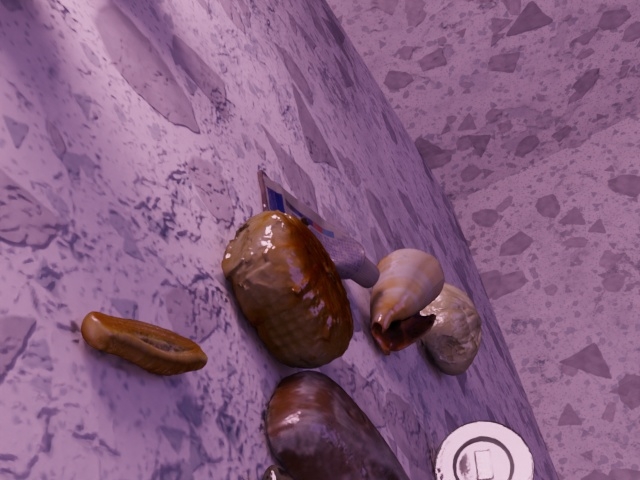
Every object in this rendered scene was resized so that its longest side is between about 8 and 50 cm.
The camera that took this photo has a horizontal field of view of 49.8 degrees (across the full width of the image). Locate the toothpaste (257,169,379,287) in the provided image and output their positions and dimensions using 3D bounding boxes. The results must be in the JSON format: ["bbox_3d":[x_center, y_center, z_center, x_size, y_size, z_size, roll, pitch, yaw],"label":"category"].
[{"bbox_3d":[0.001,0.001,1.078,0.282,0.068,0.099,36,0,-40],"label":"toothpaste"}]

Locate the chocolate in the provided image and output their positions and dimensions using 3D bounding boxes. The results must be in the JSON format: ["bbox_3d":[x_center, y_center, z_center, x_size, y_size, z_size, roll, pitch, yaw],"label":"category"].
[{"bbox_3d":[0.042,0.255,0.756,0.254,0.080,0.157,61,16,-10],"label":"chocolate"}]

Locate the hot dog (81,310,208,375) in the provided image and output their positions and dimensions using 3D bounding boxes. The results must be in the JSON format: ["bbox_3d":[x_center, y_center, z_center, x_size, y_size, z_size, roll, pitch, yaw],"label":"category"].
[{"bbox_3d":[-0.138,0.087,0.553,0.044,0.028,0.137,42,2,29],"label":"hot dog"}]

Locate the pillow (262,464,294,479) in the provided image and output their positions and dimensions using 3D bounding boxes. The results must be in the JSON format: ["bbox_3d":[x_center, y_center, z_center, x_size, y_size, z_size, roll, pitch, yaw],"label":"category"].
[{"bbox_3d":[-0.006,0.311,0.574,0.093,0.051,0.241,39,28,-45],"label":"pillow"}]

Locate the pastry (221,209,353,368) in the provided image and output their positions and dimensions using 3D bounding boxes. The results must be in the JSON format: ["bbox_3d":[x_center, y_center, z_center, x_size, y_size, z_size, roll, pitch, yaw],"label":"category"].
[{"bbox_3d":[-0.030,0.055,0.822,0.192,0.093,0.182,56,15,-20],"label":"pastry"}]

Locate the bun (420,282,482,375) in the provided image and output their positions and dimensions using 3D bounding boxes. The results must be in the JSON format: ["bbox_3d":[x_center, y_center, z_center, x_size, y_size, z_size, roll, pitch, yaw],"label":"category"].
[{"bbox_3d":[0.288,0.188,1.522,0.220,0.134,0.220,59,13,-23],"label":"bun"}]

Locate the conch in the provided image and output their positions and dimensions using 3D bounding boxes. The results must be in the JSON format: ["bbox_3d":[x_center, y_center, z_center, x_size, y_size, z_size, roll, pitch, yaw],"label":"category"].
[{"bbox_3d":[0.133,0.106,1.256,0.255,0.127,0.158,-28,123,-53],"label":"conch"}]

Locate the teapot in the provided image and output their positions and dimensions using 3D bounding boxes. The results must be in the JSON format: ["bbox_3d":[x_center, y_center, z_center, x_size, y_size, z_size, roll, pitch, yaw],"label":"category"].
[{"bbox_3d":[0.284,0.421,1.171,0.149,0.162,0.239,63,37,-46],"label":"teapot"}]
